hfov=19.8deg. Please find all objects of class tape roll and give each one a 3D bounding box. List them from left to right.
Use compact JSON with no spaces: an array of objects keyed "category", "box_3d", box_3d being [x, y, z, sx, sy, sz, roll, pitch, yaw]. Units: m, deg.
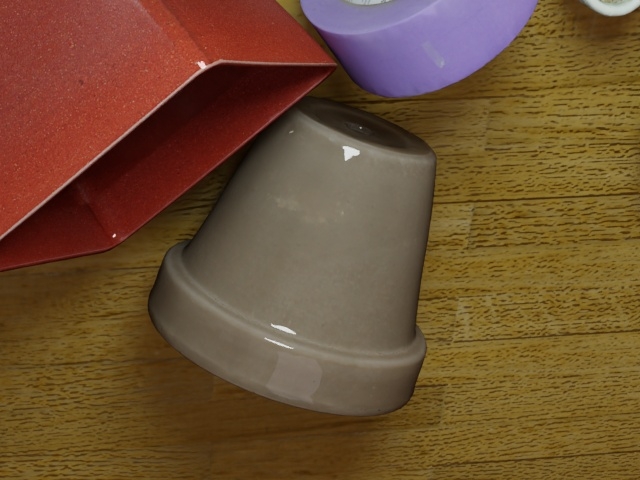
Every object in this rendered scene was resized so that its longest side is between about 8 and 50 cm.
[{"category":"tape roll","box_3d":[0.083,-0.213,1.505,0.189,0.189,0.080,-29,130,12]}]

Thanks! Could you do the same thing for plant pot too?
[{"category":"plant pot","box_3d":[-0.191,-0.151,1.434,0.267,0.236,0.267,-37,171,19]},{"category":"plant pot","box_3d":[0.000,0.000,1.656,0.263,0.263,0.229,14,106,-23]}]

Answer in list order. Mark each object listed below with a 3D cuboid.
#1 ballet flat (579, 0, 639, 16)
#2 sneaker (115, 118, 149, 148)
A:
[{"category":"ballet flat","box_3d":[0.309,-0.347,1.478,0.139,0.139,0.400,13,125,-22]},{"category":"sneaker","box_3d":[-0.114,-0.171,1.582,0.237,0.085,0.086,-51,160,19]}]
